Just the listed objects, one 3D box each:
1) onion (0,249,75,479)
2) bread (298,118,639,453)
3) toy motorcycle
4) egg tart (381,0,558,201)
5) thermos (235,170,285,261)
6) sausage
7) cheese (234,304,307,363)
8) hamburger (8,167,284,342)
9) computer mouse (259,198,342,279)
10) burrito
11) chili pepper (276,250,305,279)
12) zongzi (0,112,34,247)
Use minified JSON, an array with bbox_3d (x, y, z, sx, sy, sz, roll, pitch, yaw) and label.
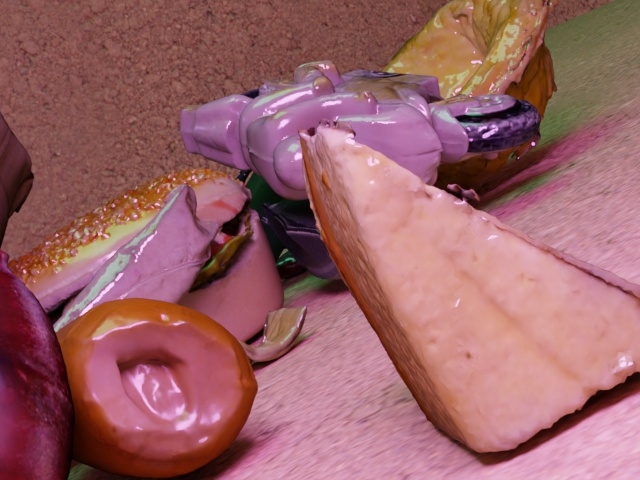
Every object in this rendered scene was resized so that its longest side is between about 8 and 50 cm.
[{"bbox_3d":[-0.239,0.126,1.096,0.272,0.272,0.195,-24,-26,31],"label":"onion"},{"bbox_3d":[0.077,-0.005,0.926,0.135,0.178,0.240,-29,4,-4],"label":"bread"},{"bbox_3d":[0.015,-0.097,1.616,0.341,0.108,0.223,10,26,42],"label":"toy motorcycle"},{"bbox_3d":[0.138,-0.133,1.819,0.315,0.120,0.315,-42,19,18],"label":"egg tart"},{"bbox_3d":[-0.051,-0.036,1.856,0.187,0.073,0.083,-59,22,0],"label":"thermos"},{"bbox_3d":[-0.140,0.105,1.239,0.134,0.116,0.354,-3,-5,-16],"label":"sausage"},{"bbox_3d":[-0.054,0.081,1.440,0.084,0.041,0.060,-13,3,-37],"label":"cheese"},{"bbox_3d":[-0.174,0.046,1.640,0.302,0.170,0.302,-27,6,3],"label":"hamburger"},{"bbox_3d":[0.024,-0.008,1.639,0.126,0.071,0.231,-21,17,-13],"label":"computer mouse"},{"bbox_3d":[-0.175,0.072,1.452,0.275,0.082,0.059,-52,34,-17],"label":"burrito"},{"bbox_3d":[0.001,0.001,1.902,0.153,0.041,0.050,-43,-14,-1],"label":"chili pepper"},{"bbox_3d":[-0.499,0.093,1.499,0.467,0.218,0.500,-22,34,22],"label":"zongzi"}]
